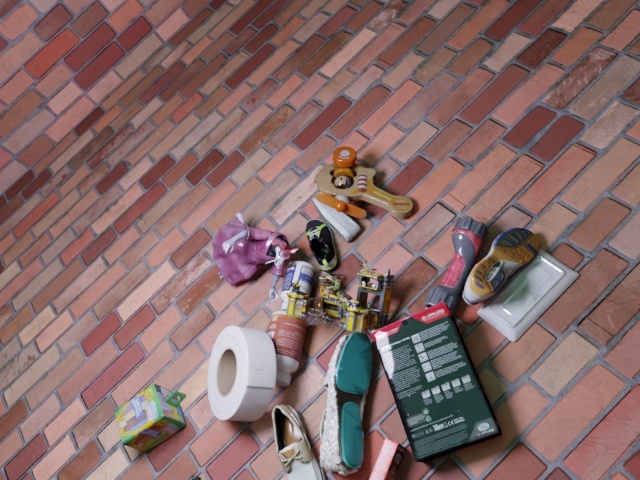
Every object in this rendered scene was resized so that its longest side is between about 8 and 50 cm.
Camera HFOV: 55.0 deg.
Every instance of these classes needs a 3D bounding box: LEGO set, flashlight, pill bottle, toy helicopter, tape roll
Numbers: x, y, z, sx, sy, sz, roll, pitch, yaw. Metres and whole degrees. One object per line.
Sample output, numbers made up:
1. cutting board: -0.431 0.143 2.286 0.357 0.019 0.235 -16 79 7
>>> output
1. LEGO set: 0.065 0.149 1.861 0.331 0.255 0.192 10 93 44
2. flashlight: 0.398 0.077 1.833 0.103 0.103 0.304 18 70 33
3. pill bottle: -0.118 0.338 1.925 0.121 0.121 0.216 -2 59 26
4. toy helicopter: 0.142 -0.158 2.082 0.355 0.140 0.235 26 53 21
5. pill bottle: -0.078 0.161 2.033 0.094 0.094 0.169 0 61 27
6. tape roll: -0.243 0.405 1.874 0.286 0.100 0.286 -28 56 51

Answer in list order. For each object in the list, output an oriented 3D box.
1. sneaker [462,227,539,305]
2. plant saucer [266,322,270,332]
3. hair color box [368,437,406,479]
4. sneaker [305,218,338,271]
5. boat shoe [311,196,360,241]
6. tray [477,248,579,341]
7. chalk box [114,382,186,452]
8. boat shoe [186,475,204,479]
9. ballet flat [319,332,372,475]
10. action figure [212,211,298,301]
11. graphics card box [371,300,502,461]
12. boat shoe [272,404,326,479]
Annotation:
1. sneaker: 0.509 0.073 1.776 0.296 0.131 0.112 -35 70 -25
2. plant saucer: -0.146 0.292 2.037 0.084 0.015 0.083 -13 56 20
3. hair color box: 0.175 0.605 1.638 0.043 0.072 0.141 14 69 33
4. sneaker: 0.000 0.000 2.091 0.084 0.097 0.234 -30 52 7
5. boat shoe: 0.057 -0.086 2.137 0.081 0.079 0.227 -36 55 -9
6. tray: 0.583 0.147 1.741 0.270 0.030 0.145 -45 52 -4
7. chalk box: -0.531 0.563 1.992 0.213 0.132 0.132 -35 51 5
8. boat shoe: -0.492 0.795 1.831 0.340 0.127 0.113 -45 62 8
9. ballet flat: 0.055 0.457 1.762 0.147 0.147 0.408 -6 58 24
10. action figure: -0.200 0.041 2.105 0.370 0.248 0.275 -9 29 41
11. graphics card box: 0.307 0.380 1.662 0.233 0.094 0.370 -25 61 11
12. boat shoe: -0.075 0.609 1.744 0.113 0.103 0.302 -32 51 6
